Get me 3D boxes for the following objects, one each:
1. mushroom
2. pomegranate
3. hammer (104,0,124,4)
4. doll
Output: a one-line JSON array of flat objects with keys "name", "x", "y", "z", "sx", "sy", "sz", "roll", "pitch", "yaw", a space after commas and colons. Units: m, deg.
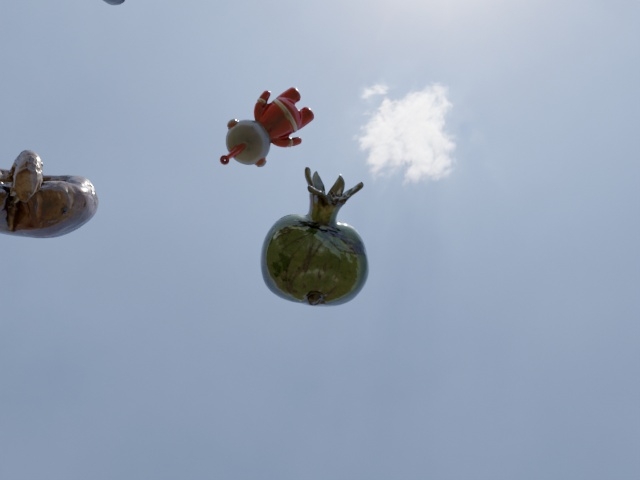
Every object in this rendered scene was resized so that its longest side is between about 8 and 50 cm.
[{"name": "mushroom", "x": -0.292, "y": -0.042, "z": 0.539, "sx": 0.135, "sy": 0.171, "sz": 0.080, "roll": -3, "pitch": -91, "yaw": -26}, {"name": "pomegranate", "x": 0.000, "y": 0.000, "z": 0.761, "sx": 0.152, "sy": 0.131, "sz": 0.191, "roll": 14, "pitch": -82, "yaw": -25}, {"name": "hammer", "x": -0.274, "y": -0.288, "z": 0.571, "sx": 0.125, "sy": 0.297, "sz": 0.026, "roll": 1, "pitch": -76, "yaw": 3}, {"name": "doll", "x": -0.127, "y": -0.245, "z": 1.224, "sx": 0.245, "sy": 0.076, "sz": 0.142, "roll": -40, "pitch": -79, "yaw": -13}]
